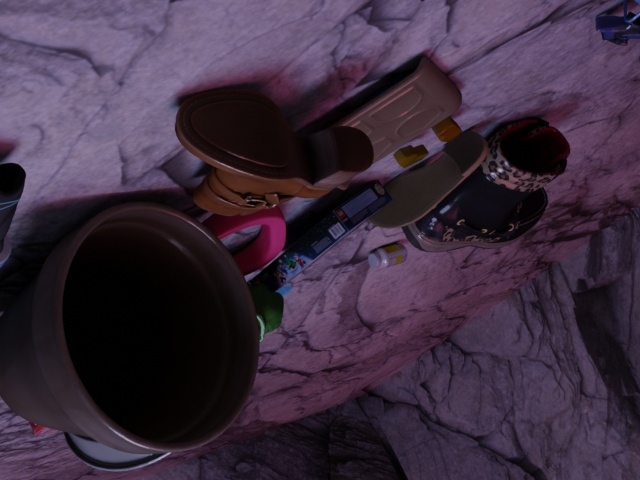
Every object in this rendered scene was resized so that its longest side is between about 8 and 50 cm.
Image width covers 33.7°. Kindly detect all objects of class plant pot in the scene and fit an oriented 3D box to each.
[{"bbox_3d":[-0.293,0.137,1.417,0.280,0.323,0.323,-18,174,40],"label":"plant pot"}]

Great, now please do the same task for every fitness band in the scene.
[{"bbox_3d":[-0.152,0.016,1.645,0.209,0.054,0.291,-25,166,-10],"label":"fitness band"}]

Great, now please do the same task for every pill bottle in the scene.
[{"bbox_3d":[0.140,0.034,2.202,0.083,0.043,0.043,-14,160,-38],"label":"pill bottle"}]

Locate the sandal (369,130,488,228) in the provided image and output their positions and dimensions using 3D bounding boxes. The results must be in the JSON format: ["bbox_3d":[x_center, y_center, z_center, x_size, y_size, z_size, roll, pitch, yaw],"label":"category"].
[{"bbox_3d":[0.195,-0.092,1.807,0.240,0.088,0.079,-38,156,18],"label":"sandal"}]

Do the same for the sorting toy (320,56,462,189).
[{"bbox_3d":[0.100,-0.160,1.535,0.229,0.041,0.307,-36,163,14],"label":"sorting toy"}]

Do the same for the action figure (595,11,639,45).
[{"bbox_3d":[0.582,-0.355,1.590,0.341,0.178,0.330,1,160,7],"label":"action figure"}]

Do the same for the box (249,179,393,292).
[{"bbox_3d":[0.000,0.000,1.781,0.233,0.044,0.159,-39,178,37],"label":"box"}]

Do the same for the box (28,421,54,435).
[{"bbox_3d":[-0.385,0.232,1.811,0.122,0.128,0.257,-38,162,32],"label":"box"}]

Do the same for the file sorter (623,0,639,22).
[{"bbox_3d":[0.509,-0.311,1.428,0.170,0.104,0.118,31,135,-17],"label":"file sorter"}]

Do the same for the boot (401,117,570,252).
[{"bbox_3d":[0.356,-0.105,1.964,0.377,0.138,0.284,-8,156,-38],"label":"boot"}]

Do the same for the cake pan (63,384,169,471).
[{"bbox_3d":[-0.274,0.202,1.583,0.293,0.293,0.054,-29,133,5],"label":"cake pan"}]

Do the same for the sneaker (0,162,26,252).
[{"bbox_3d":[-0.388,-0.051,1.010,0.106,0.101,0.267,-52,160,9],"label":"sneaker"}]

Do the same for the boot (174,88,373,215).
[{"bbox_3d":[-0.102,-0.098,1.312,0.283,0.109,0.220,-1,167,-41],"label":"boot"}]

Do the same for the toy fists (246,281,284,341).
[{"bbox_3d":[-0.194,0.138,1.747,0.279,0.096,0.142,-13,-159,15],"label":"toy fists"}]

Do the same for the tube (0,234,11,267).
[{"bbox_3d":[-0.431,0.045,1.292,0.080,0.052,0.207,-10,162,-36],"label":"tube"}]

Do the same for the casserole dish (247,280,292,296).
[{"bbox_3d":[-0.139,0.114,2.014,0.188,0.037,0.114,-33,164,22],"label":"casserole dish"}]
